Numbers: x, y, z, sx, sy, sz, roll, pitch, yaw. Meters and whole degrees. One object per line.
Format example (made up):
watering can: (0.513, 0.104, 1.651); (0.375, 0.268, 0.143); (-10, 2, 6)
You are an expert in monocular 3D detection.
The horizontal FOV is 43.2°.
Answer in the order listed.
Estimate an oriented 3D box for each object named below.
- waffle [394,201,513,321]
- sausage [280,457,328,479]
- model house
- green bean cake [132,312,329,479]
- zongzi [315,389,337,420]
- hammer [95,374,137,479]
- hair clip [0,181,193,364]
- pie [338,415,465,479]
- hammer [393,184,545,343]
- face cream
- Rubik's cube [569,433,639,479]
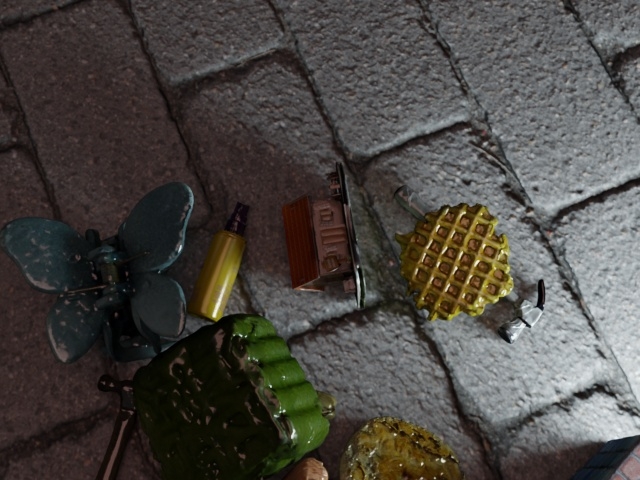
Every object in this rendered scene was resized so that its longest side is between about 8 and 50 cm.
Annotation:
waffle: (0.289, 0.045, 1.753); (0.245, 0.052, 0.254); (-19, 78, 12)
sausage: (-0.079, 0.531, 1.565); (0.086, 0.086, 0.289); (42, 115, 11)
model house: (0.000, -0.001, 1.728); (0.154, 0.207, 0.294); (-9, 74, 1)
green bean cake: (-0.188, 0.339, 1.578); (0.319, 0.218, 0.335); (-38, 70, 15)
zongzi: (-0.056, 0.389, 1.682); (0.160, 0.078, 0.176); (13, 82, 11)
hammer: (-0.451, 0.507, 1.669); (0.168, 0.044, 0.440); (16, 75, 7)
hair clip: (-0.414, 0.092, 1.685); (0.392, 0.238, 0.318); (-15, 75, -4)
pie: (0.166, 0.473, 1.612); (0.274, 0.055, 0.274); (11, 46, -11)
hammer: (0.318, 0.035, 1.798); (0.427, 0.044, 0.152); (43, 78, 12)
face cream: (-0.213, 0.042, 1.781); (0.078, 0.078, 0.273); (17, 75, 5)
Rubik's cube: (0.601, 0.539, 1.552); (0.237, 0.237, 0.238); (-42, 77, -12)
